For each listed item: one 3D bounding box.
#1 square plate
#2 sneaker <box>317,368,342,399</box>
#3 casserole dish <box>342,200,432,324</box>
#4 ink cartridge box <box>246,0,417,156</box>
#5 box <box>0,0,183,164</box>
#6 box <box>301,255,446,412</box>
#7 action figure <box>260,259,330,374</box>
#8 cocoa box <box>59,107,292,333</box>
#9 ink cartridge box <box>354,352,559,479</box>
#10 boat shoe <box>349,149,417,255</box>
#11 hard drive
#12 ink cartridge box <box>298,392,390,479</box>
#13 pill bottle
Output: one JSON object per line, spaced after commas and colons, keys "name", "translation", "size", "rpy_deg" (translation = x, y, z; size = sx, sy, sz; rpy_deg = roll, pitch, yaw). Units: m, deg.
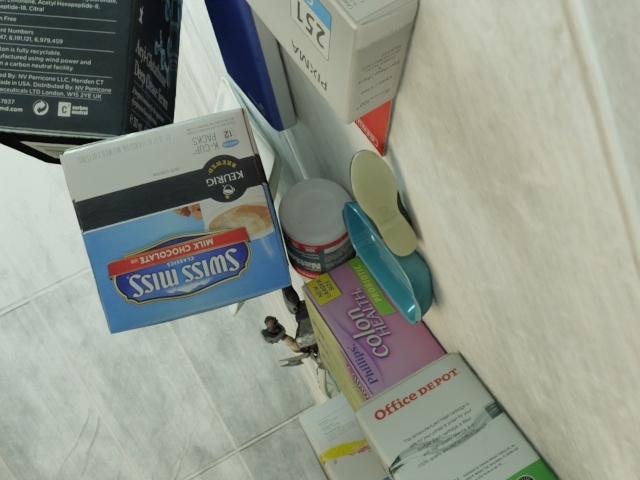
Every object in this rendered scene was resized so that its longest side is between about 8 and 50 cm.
{"name": "square plate", "translation": [-0.163, -0.091, 1.341], "size": [0.347, 0.049, 0.344], "rpy_deg": [57, 138, 48]}
{"name": "sneaker", "translation": [0.056, 0.276, 1.436], "size": [0.122, 0.110, 0.283], "rpy_deg": [42, 157, 52]}
{"name": "casserole dish", "translation": [0.087, 0.021, 0.875], "size": [0.188, 0.037, 0.114], "rpy_deg": [55, 167, 38]}
{"name": "ink cartridge box", "translation": [-0.032, -0.236, 0.687], "size": [0.296, 0.066, 0.261], "rpy_deg": [54, 166, 18]}
{"name": "box", "translation": [-0.328, -0.317, 0.989], "size": [0.293, 0.212, 0.395], "rpy_deg": [121, 152, -88]}
{"name": "box", "translation": [0.086, 0.178, 1.042], "size": [0.213, 0.117, 0.243], "rpy_deg": [55, 167, 34]}
{"name": "action figure", "translation": [-0.033, 0.120, 1.315], "size": [0.099, 0.185, 0.285], "rpy_deg": [93, 159, -71]}
{"name": "cocoa box", "translation": [-0.177, -0.015, 0.977], "size": [0.347, 0.231, 0.228], "rpy_deg": [145, 110, -85]}
{"name": "ink cartridge box", "translation": [0.158, 0.259, 0.816], "size": [0.208, 0.153, 0.087], "rpy_deg": [55, 168, 37]}
{"name": "boat shoe", "translation": [0.069, -0.045, 0.776], "size": [0.137, 0.049, 0.043], "rpy_deg": [60, -171, -27]}
{"name": "hard drive", "translation": [-0.123, -0.333, 0.981], "size": [0.210, 0.040, 0.318], "rpy_deg": [53, 165, 40]}
{"name": "ink cartridge box", "translation": [0.121, 0.394, 1.173], "size": [0.270, 0.197, 0.198], "rpy_deg": [46, 161, 55]}
{"name": "pill bottle", "translation": [0.000, 0.000, 1.036], "size": [0.108, 0.108, 0.180], "rpy_deg": [56, 168, 29]}
